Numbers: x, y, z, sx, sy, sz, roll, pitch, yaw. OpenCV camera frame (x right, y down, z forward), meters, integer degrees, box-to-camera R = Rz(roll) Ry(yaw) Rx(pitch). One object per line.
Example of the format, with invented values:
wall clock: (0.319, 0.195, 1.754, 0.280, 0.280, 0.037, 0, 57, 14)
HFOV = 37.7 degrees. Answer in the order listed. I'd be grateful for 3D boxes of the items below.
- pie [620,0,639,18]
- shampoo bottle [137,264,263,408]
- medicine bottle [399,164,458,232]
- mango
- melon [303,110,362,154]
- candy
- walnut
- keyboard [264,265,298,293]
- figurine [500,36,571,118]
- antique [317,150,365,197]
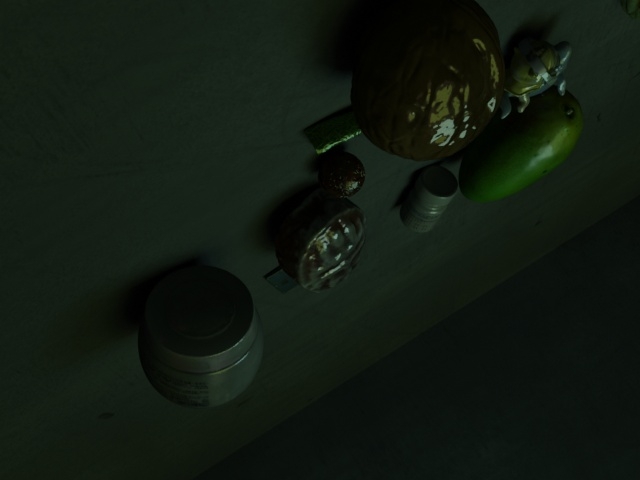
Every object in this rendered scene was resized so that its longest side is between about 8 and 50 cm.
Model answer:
pie: (0.785, -0.605, 2.067, 0.303, 0.067, 0.302, -29, 158, -13)
shampoo bottle: (-0.259, 0.212, 2.036, 0.273, 0.273, 0.266, -24, 150, -24)
medicine bottle: (0.271, -0.103, 2.370, 0.105, 0.105, 0.168, -22, 157, -28)
mango: (0.466, -0.225, 2.241, 0.201, 0.225, 0.382, 26, 136, -20)
melon: (0.082, -0.228, 1.884, 0.262, 0.053, 0.114, -25, 165, -23)
candy: (0.000, 0.000, 2.119, 0.214, 0.157, 0.289, -44, 156, -15)
walnut: (0.184, -0.285, 1.618, 0.277, 0.252, 0.313, -23, 148, -26)
keyboard: (-0.096, 0.102, 2.404, 0.055, 0.014, 0.176, -34, 160, 2)
figurine: (0.455, -0.362, 2.038, 0.208, 0.128, 0.184, -36, 158, 19)
antique: (0.046, -0.138, 1.956, 0.104, 0.104, 0.104, -29, 159, -12)
